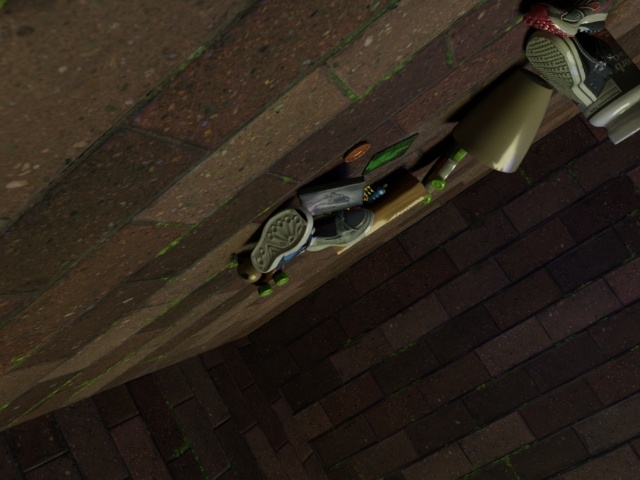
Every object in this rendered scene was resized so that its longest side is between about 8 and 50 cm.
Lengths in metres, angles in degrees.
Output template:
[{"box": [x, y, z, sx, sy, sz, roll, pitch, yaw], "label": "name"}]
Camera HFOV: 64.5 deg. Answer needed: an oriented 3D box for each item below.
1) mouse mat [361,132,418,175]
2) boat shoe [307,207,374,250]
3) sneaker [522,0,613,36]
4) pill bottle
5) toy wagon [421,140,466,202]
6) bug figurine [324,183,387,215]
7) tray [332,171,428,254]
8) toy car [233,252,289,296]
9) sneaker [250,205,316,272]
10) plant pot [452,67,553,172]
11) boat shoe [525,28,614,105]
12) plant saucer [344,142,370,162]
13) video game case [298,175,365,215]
[{"box": [0.228, -0.282, 1.672, 0.189, 0.007, 0.152, -28, 169, -19], "label": "mouse mat"}, {"box": [0.040, -0.044, 1.775, 0.320, 0.118, 0.103, -14, 148, 37], "label": "boat shoe"}, {"box": [0.590, -0.558, 1.202, 0.299, 0.121, 0.112, -24, 138, -34], "label": "sneaker"}, {"box": [0.977, -0.524, 1.734, 0.210, 0.363, 0.210, -31, 170, -6], "label": "pill bottle"}, {"box": [0.503, -0.303, 1.999, 0.267, 0.068, 0.344, -53, 179, -26], "label": "toy wagon"}, {"box": [0.127, -0.138, 1.867, 0.216, 0.072, 0.279, -37, 169, 28], "label": "bug figurine"}, {"box": [0.210, -0.115, 2.005, 0.410, 0.076, 0.203, -34, -163, 7], "label": "tray"}, {"box": [-0.226, 0.094, 1.746, 0.149, 0.155, 0.188, -35, 157, 19], "label": "toy car"}, {"box": [-0.078, -0.035, 1.652, 0.236, 0.130, 0.323, -35, 171, -48], "label": "sneaker"}, {"box": [0.613, -0.409, 1.655, 0.256, 0.256, 0.274, -21, 149, -46], "label": "plant pot"}, {"box": [0.740, -0.533, 1.478, 0.500, 0.187, 0.156, 4, 126, -52], "label": "boat shoe"}, {"box": [0.101, -0.250, 1.428, 0.083, 0.013, 0.083, -30, 170, -6], "label": "plant saucer"}, {"box": [0.039, -0.133, 1.587, 0.196, 0.026, 0.274, -12, 170, 1], "label": "video game case"}]
